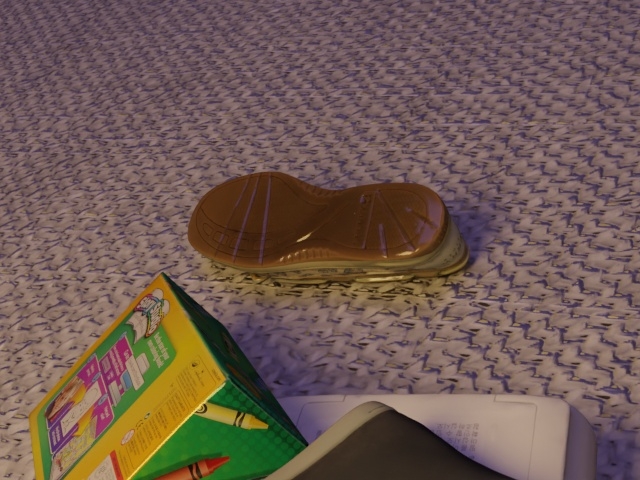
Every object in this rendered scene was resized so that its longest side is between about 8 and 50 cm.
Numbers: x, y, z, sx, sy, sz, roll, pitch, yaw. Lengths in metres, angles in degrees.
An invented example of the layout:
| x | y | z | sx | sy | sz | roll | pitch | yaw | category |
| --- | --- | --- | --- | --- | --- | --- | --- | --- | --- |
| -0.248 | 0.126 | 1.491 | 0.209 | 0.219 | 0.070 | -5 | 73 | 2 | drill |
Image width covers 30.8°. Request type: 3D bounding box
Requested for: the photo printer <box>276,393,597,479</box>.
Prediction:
| x | y | z | sx | sy | sz | roll | pitch | yaw | category |
| --- | --- | --- | --- | --- | --- | --- | --- | --- | --- |
| 0.039 | 0.237 | 0.734 | 0.256 | 0.107 | 0.308 | -4 | 38 | 19 | photo printer |

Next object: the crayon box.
| x | y | z | sx | sy | sz | roll | pitch | yaw | category |
| --- | --- | --- | --- | --- | --- | --- | --- | --- | --- |
| -0.124 | 0.137 | 0.848 | 0.165 | 0.081 | 0.278 | -47 | 20 | -2 | crayon box |

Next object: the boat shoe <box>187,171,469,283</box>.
| x | y | z | sx | sy | sz | roll | pitch | yaw | category |
| --- | --- | --- | --- | --- | --- | --- | --- | --- | --- |
| 0.000 | 0.000 | 1.106 | 0.285 | 0.089 | 0.105 | 6 | 67 | 33 | boat shoe |

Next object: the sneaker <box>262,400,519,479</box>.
| x | y | z | sx | sy | sz | roll | pitch | yaw | category |
| --- | --- | --- | --- | --- | --- | --- | --- | --- | --- |
| 0.014 | 0.183 | 0.652 | 0.118 | 0.083 | 0.222 | 18 | 48 | 39 | sneaker |
